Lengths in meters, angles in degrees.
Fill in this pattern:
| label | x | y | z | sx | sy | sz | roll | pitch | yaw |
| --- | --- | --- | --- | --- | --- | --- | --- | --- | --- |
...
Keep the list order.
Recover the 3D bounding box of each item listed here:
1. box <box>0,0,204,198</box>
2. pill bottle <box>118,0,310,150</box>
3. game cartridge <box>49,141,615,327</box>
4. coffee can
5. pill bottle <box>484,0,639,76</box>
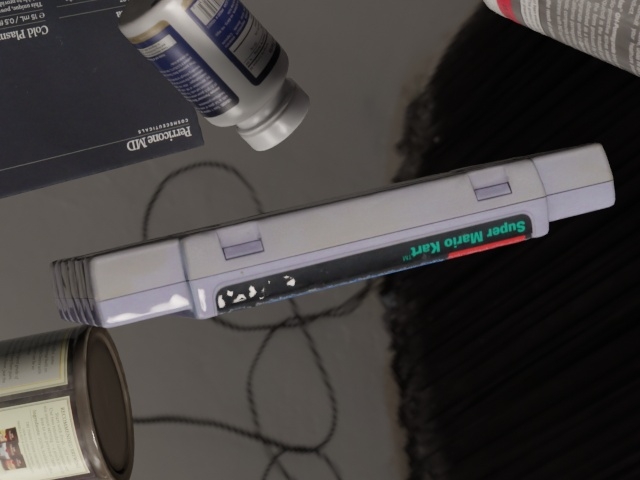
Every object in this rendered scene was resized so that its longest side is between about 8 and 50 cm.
| label | x | y | z | sx | sy | sz | roll | pitch | yaw |
| --- | --- | --- | --- | --- | --- | --- | --- | --- | --- |
| box | -0.354 | -0.228 | 1.654 | 0.343 | 0.179 | 0.313 | -17 | 102 | -32 |
| pill bottle | -0.088 | -0.160 | 1.196 | 0.169 | 0.094 | 0.094 | 46 | 37 | -26 |
| game cartridge | 0.000 | 0.000 | 0.953 | 0.355 | 0.230 | 0.068 | -13 | 97 | -17 |
| coffee can | -0.384 | 0.219 | 1.641 | 0.201 | 0.275 | 0.202 | -10 | 90 | -85 |
| pill bottle | 0.315 | -0.231 | 1.220 | 0.318 | 0.176 | 0.176 | 30 | 31 | 27 |
